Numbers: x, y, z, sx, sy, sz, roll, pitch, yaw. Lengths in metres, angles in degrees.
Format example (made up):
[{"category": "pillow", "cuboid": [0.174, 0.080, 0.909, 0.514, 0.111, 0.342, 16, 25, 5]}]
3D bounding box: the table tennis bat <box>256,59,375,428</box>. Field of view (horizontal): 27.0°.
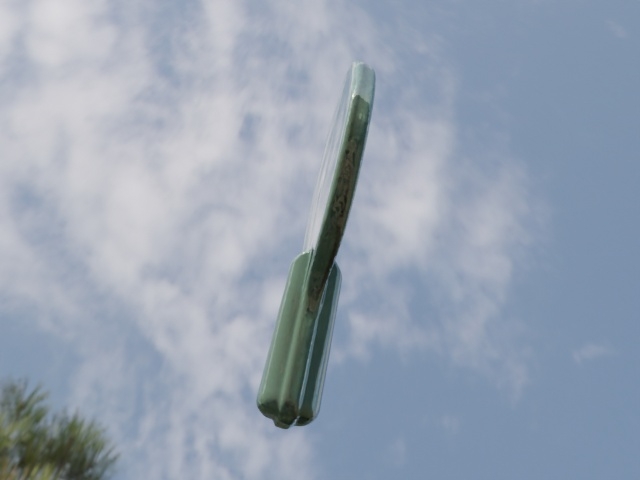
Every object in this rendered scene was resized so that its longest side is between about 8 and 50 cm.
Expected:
[{"category": "table tennis bat", "cuboid": [0.000, 0.000, 0.852, 0.040, 0.153, 0.244, 13, -110, -5]}]
